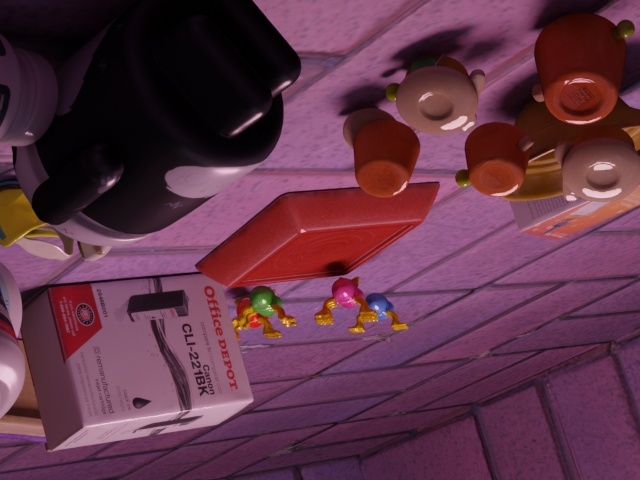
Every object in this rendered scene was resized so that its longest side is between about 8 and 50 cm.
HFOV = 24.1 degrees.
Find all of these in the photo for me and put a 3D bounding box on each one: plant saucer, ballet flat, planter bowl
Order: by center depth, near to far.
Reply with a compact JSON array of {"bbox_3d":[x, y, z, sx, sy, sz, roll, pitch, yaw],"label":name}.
[{"bbox_3d":[-0.270,-0.015,1.634,0.077,0.077,0.231,-28,161,33],"label":"ballet flat"},{"bbox_3d":[0.301,-0.130,1.799,0.217,0.090,0.217,-16,164,-5],"label":"planter bowl"},{"bbox_3d":[0.000,0.000,2.024,0.258,0.048,0.259,-5,162,-35],"label":"plant saucer"}]

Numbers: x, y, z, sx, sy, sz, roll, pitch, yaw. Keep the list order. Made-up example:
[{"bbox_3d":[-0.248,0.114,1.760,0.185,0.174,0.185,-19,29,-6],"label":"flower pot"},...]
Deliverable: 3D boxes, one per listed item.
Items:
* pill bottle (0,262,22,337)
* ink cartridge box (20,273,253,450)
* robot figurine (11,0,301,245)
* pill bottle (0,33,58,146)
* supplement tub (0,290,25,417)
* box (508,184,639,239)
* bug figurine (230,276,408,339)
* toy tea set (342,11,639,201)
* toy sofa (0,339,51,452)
[{"bbox_3d":[-0.455,0.071,1.616,0.146,0.146,0.264,-23,164,22],"label":"pill bottle"},{"bbox_3d":[-0.248,0.160,2.039,0.272,0.197,0.114,-4,160,-38],"label":"ink cartridge box"},{"bbox_3d":[-0.146,-0.106,1.283,0.209,0.174,0.278,4,155,-44],"label":"robot figurine"},{"bbox_3d":[-0.299,-0.122,1.178,0.108,0.108,0.180,-26,161,32],"label":"pill bottle"},{"bbox_3d":[-0.377,0.037,1.280,0.191,0.272,0.191,-19,151,-11],"label":"supplement tub"},{"bbox_3d":[0.356,-0.077,2.038,0.170,0.091,0.130,-26,162,29],"label":"box"},{"bbox_3d":[-0.014,0.096,2.181,0.279,0.072,0.216,-3,169,5],"label":"bug figurine"},{"bbox_3d":[0.186,-0.145,1.607,0.336,0.124,0.200,-1,132,11],"label":"toy tea set"},{"bbox_3d":[-0.460,0.214,2.099,0.177,0.150,0.362,-22,164,15],"label":"toy sofa"}]
